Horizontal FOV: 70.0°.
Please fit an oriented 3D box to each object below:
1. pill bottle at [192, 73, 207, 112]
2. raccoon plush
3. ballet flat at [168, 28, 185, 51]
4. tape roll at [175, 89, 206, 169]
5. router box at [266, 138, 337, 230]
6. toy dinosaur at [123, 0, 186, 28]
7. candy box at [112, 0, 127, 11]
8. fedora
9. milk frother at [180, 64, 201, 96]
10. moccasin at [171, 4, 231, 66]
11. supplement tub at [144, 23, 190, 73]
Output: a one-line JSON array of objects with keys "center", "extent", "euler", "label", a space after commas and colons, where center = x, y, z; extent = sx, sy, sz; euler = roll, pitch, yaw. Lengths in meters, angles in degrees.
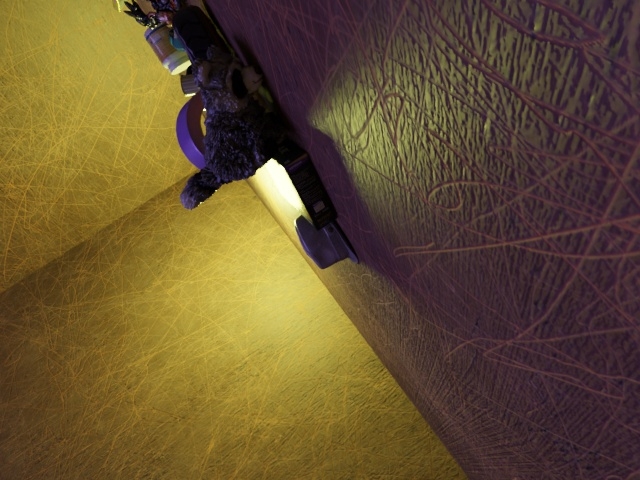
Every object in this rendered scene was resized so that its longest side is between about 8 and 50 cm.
[{"center": [-0.503, -0.658, 2.018], "extent": [0.184, 0.103, 0.103], "euler": [58, 172, -15], "label": "pill bottle"}, {"center": [-0.308, -0.290, 1.229], "extent": [0.299, 0.446, 0.216], "euler": [45, -168, -29], "label": "raccoon plush"}, {"center": [-0.568, -0.820, 1.842], "extent": [0.247, 0.083, 0.087], "euler": [43, 152, 52], "label": "ballet flat"}, {"center": [-0.320, -0.352, 1.482], "extent": [0.090, 0.275, 0.275], "euler": [-14, 112, 51], "label": "tape roll"}, {"center": [-0.087, -0.199, 1.421], "extent": [0.309, 0.081, 0.243], "euler": [46, 167, 53], "label": "router box"}, {"center": [-0.527, -0.773, 1.525], "extent": [0.218, 0.164, 0.322], "euler": [24, 137, 32], "label": "toy dinosaur"}, {"center": [-0.630, -0.871, 1.519], "extent": [0.027, 0.206, 0.105], "euler": [29, 171, -14], "label": "candy box"}, {"center": [0.000, 0.000, 1.563], "extent": [0.276, 0.124, 0.243], "euler": [57, 173, -11], "label": "fedora"}, {"center": [-0.462, -0.615, 1.814], "extent": [0.143, 0.134, 0.129], "euler": [74, -168, -59], "label": "milk frother"}, {"center": [-0.301, -0.486, 1.345], "extent": [0.380, 0.139, 0.147], "euler": [59, -163, -17], "label": "moccasin"}, {"center": [-0.681, -0.873, 2.067], "extent": [0.200, 0.144, 0.144], "euler": [58, 172, -13], "label": "supplement tub"}]
